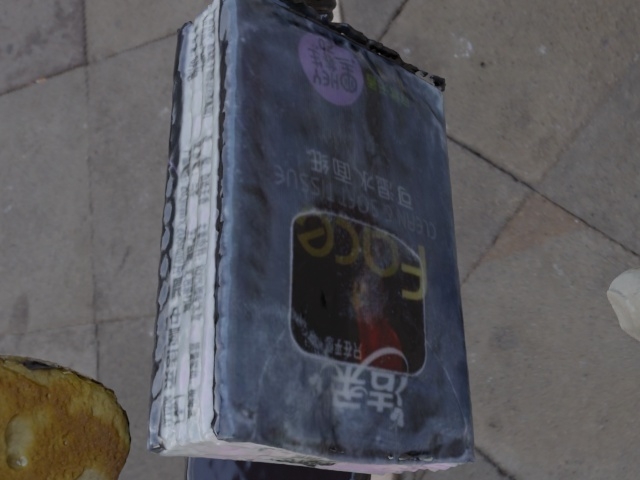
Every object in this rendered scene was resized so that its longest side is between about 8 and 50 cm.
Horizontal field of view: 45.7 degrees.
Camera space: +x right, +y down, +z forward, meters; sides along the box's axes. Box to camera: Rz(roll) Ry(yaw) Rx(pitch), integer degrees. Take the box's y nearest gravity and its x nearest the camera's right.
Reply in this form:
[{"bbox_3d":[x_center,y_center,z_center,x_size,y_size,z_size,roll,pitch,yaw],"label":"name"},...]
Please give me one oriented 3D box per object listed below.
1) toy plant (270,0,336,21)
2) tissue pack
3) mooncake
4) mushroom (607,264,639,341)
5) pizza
[{"bbox_3d":[-0.059,-0.411,1.366,0.175,0.218,0.235,37,120,27],"label":"toy plant"},{"bbox_3d":[0.000,0.000,0.620,0.122,0.259,0.362,-26,55,45],"label":"tissue pack"},{"bbox_3d":[-0.062,0.332,1.133,0.282,0.141,0.283,0,64,-1],"label":"mooncake"},{"bbox_3d":[0.468,0.094,0.831,0.350,0.128,0.128,8,87,62],"label":"mushroom"},{"bbox_3d":[-0.143,0.099,0.333,0.035,0.160,0.099,-17,75,28],"label":"pizza"}]
